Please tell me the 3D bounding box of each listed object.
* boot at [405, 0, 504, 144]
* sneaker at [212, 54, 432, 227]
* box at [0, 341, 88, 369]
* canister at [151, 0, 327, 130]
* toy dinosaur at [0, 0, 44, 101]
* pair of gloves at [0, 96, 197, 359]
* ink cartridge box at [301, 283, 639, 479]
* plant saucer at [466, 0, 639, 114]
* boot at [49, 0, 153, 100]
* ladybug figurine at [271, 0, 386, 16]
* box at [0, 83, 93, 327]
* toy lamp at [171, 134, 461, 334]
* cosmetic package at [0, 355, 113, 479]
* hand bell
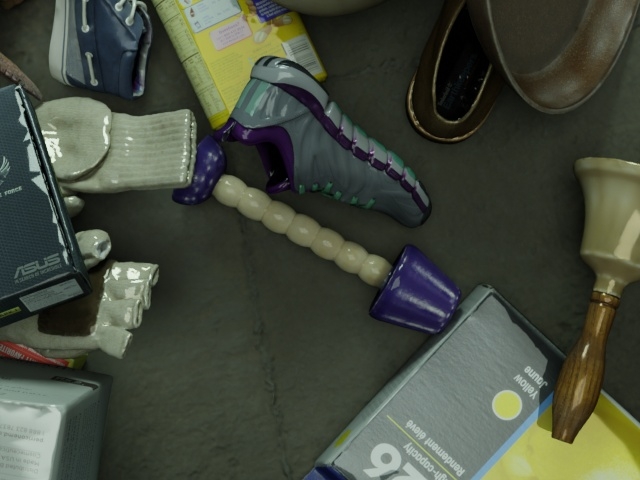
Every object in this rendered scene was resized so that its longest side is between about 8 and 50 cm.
[{"bbox_3d":[0.163,-0.235,1.022,0.112,0.115,0.305,19,90,2],"label":"boot"},{"bbox_3d":[0.001,-0.061,1.007,0.224,0.083,0.098,40,78,-28],"label":"sneaker"},{"bbox_3d":[-0.305,0.193,1.053,0.087,0.058,0.232,27,90,0],"label":"box"},{"bbox_3d":[-0.081,-0.199,1.040,0.126,0.073,0.169,-25,93,0],"label":"canister"},{"bbox_3d":[-0.319,-0.256,0.966,0.127,0.200,0.295,-10,99,-2],"label":"toy dinosaur"},{"bbox_3d":[-0.222,-0.016,1.005,0.204,0.042,0.240,6,74,22],"label":"pair of gloves"},{"bbox_3d":[0.161,0.252,1.055,0.303,0.072,0.307,42,88,-2],"label":"ink cartridge box"},{"bbox_3d":[0.200,-0.263,0.962,0.050,0.311,0.310,12,91,36],"label":"plant saucer"},{"bbox_3d":[-0.188,-0.222,1.015,0.086,0.069,0.190,17,119,14],"label":"boot"},{"bbox_3d":[0.056,-0.405,0.937,0.305,0.162,0.449,21,80,-34],"label":"ladybug figurine"},{"bbox_3d":[-0.323,-0.006,0.921,0.233,0.059,0.183,-19,68,-6],"label":"box"},{"bbox_3d":[0.000,0.000,1.045,0.275,0.080,0.080,30,91,1],"label":"toy lamp"},{"bbox_3d":[-0.270,0.182,0.931,0.151,0.183,0.151,10,91,1],"label":"cosmetic package"},{"bbox_3d":[0.247,0.061,1.006,0.126,0.126,0.242,20,84,-1],"label":"hand bell"}]
